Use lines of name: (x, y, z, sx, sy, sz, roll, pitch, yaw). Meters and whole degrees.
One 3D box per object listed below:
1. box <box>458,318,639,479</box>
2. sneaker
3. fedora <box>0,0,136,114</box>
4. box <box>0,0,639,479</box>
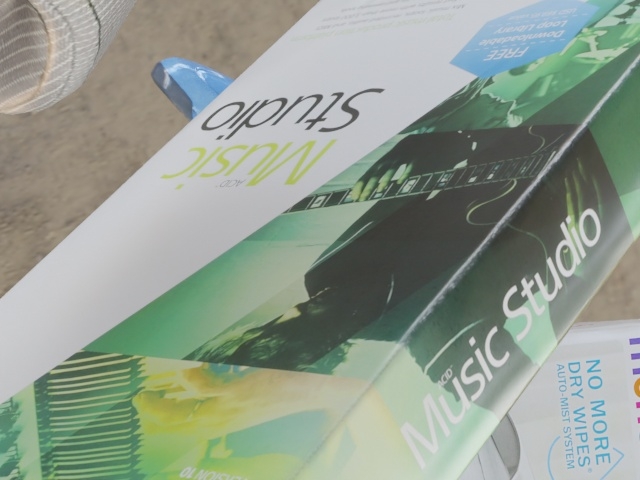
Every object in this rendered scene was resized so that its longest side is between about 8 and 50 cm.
box: (0.059, 0.174, 0.674, 0.231, 0.127, 0.262, -3, 86, -18)
sneaker: (-0.017, -0.078, 1.012, 0.209, 0.069, 0.082, 33, 101, -18)
fedora: (-0.119, -0.108, 0.374, 0.243, 0.275, 0.124, 16, 84, -32)
box: (0.000, 0.000, 0.548, 0.322, 0.232, 0.058, -49, 121, -32)
